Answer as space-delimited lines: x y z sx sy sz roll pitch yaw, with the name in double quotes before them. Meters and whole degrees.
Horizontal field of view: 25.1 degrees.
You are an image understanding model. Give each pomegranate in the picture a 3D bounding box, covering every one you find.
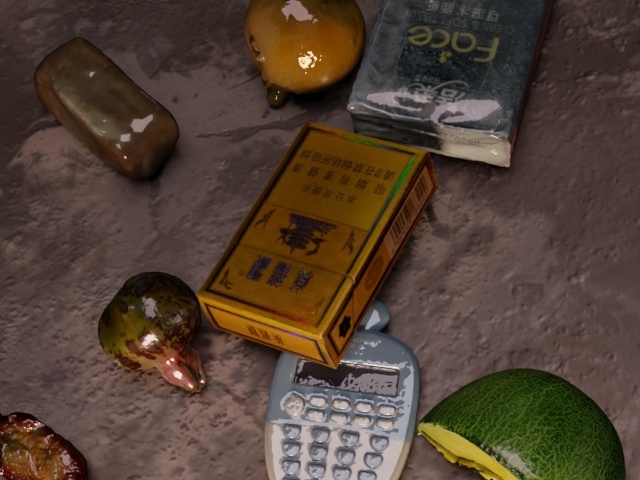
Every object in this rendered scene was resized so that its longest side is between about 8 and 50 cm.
"pomegranate" -0.208 0.121 1.826 0.138 0.125 0.163 -36 67 19

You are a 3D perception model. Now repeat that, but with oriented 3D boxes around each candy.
"candy" -0.301 -0.185 2.010 0.104 0.102 0.234 -42 68 -14

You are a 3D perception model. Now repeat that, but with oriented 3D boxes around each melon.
"melon" 0.261 0.228 1.713 0.265 0.129 0.169 36 69 23

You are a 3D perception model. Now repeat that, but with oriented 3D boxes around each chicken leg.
"chicken leg" -0.338 0.302 1.793 0.106 0.051 0.253 -39 66 -6

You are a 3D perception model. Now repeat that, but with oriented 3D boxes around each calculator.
"calculator" 0.028 0.207 1.798 0.188 0.042 0.303 6 63 12

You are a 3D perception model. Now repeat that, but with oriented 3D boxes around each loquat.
"loquat" -0.027 -0.280 2.003 0.172 0.149 0.204 27 102 -3

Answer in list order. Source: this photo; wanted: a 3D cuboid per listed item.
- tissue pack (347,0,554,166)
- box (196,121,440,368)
"tissue pack" 0.188 -0.267 1.988 0.228 0.103 0.316 11 64 15
"box" 0.000 0.000 1.856 0.192 0.084 0.301 16 61 30
